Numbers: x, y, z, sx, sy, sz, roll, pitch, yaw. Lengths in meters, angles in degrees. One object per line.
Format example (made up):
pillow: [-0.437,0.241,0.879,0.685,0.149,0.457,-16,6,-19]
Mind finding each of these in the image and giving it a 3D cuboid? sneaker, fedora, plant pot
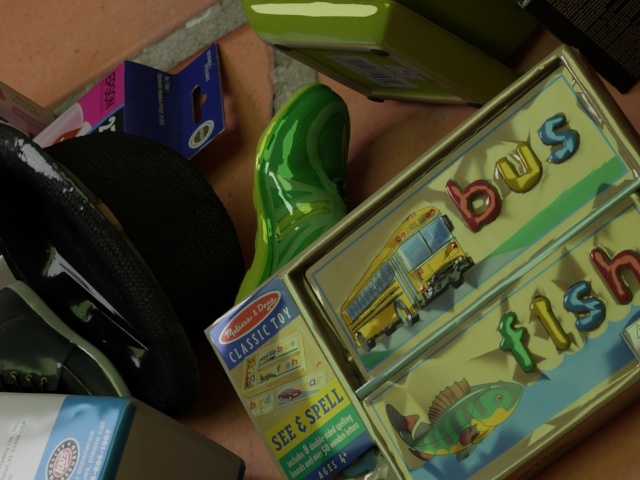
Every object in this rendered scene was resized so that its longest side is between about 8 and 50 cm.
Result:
sneaker: [0.000,0.000,1.762,0.123,0.109,0.295,-3,71,33]
fedora: [-0.184,0.002,1.843,0.152,0.334,0.334,-34,35,-25]
sneaker: [-0.272,0.142,1.847,0.118,0.083,0.222,-35,56,-25]
plant pot: [0.075,-0.244,1.746,0.227,0.228,0.207,8,79,45]

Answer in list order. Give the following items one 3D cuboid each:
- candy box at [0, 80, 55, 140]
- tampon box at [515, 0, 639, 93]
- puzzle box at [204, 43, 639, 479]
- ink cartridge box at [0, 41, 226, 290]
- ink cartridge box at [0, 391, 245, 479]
candy box: [-0.418,-0.103,2.156,0.196,0.165,0.070,-34,47,24]
tampon box: [0.222,-0.224,1.634,0.101,0.161,0.120,-46,44,12]
puzzle box: [0.118,0.065,1.575,0.409,0.052,0.272,-39,63,18]
ink cartridge box: [-0.255,-0.068,2.037,0.371,0.069,0.175,-36,32,19]
ink cartridge box: [-0.292,0.295,1.757,0.395,0.166,0.285,-2,64,42]
